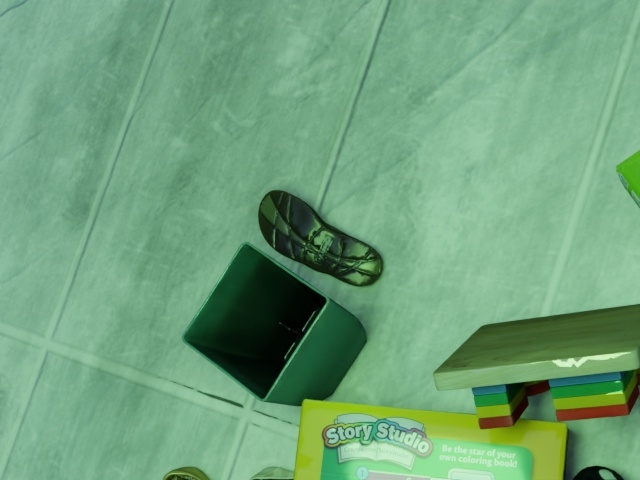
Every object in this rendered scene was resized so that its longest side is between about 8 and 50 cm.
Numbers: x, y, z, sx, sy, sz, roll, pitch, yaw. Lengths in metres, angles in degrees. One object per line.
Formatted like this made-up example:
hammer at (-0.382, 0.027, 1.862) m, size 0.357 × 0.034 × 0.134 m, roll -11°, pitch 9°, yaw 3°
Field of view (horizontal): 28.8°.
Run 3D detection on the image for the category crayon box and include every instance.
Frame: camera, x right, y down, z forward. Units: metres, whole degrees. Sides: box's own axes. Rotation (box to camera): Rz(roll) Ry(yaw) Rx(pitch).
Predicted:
crayon box at (0.141, 0.388, 1.684) m, size 0.363 × 0.106 × 0.313 m, roll 4°, pitch 76°, yaw 14°

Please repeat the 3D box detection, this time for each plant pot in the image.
plant pot at (-0.041, 0.137, 1.785) m, size 0.166 × 0.234 × 0.165 m, roll 33°, pitch 91°, yaw 30°

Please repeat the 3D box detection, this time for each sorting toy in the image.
sorting toy at (0.311, 0.167, 1.630) m, size 0.257 × 0.255 × 0.089 m, roll -10°, pitch 97°, yaw 24°

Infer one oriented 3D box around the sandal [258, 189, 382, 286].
sandal at (0.000, 0.000, 1.910) m, size 0.219 × 0.060 × 0.090 m, roll 27°, pitch 94°, yaw 13°

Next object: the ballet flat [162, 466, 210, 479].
ballet flat at (-0.147, 0.415, 1.849) m, size 0.232 × 0.073 × 0.080 m, roll 29°, pitch 89°, yaw 27°

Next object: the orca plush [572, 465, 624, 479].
orca plush at (0.320, 0.387, 1.557) m, size 0.151 × 0.102 × 0.287 m, roll -42°, pitch 21°, yaw 52°

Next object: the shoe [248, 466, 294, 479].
shoe at (-0.008, 0.382, 1.804) m, size 0.219 × 0.058 × 0.076 m, roll 14°, pitch 82°, yaw 26°

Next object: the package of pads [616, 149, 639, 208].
package of pads at (0.554, -0.076, 1.539) m, size 0.296 × 0.101 × 0.229 m, roll -35°, pitch 65°, yaw 12°
